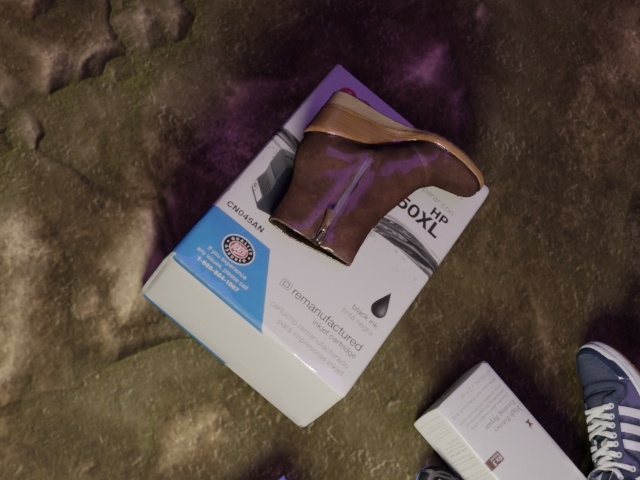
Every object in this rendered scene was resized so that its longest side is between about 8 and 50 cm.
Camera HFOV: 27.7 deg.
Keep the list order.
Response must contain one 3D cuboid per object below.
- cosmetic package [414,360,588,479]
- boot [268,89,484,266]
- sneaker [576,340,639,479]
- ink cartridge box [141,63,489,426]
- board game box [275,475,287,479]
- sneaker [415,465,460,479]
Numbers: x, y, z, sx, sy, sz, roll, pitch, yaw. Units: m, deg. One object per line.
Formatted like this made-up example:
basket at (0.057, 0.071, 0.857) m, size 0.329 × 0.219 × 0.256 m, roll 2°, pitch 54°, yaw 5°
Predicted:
cosmetic package at (0.250, 0.294, 1.773) m, size 0.231 × 0.085 × 0.117 m, roll 48°, pitch 58°, yaw 4°
boot at (0.074, -0.055, 1.673) m, size 0.248 × 0.090 × 0.207 m, roll 27°, pitch 73°, yaw -11°
sneaker at (0.405, 0.288, 1.830) m, size 0.153 × 0.099 × 0.282 m, roll -20°, pitch 80°, yaw -30°
ink cartridge box at (0.000, 0.000, 1.748) m, size 0.285 × 0.166 × 0.395 m, roll 40°, pitch 59°, yaw -3°
board game box at (-0.116, 0.479, 1.550) m, size 0.347 × 0.078 × 0.233 m, roll -33°, pitch 83°, yaw -30°
sneaker at (0.207, 0.365, 1.729) m, size 0.188 × 0.078 × 0.067 m, roll 44°, pitch 60°, yaw 2°
